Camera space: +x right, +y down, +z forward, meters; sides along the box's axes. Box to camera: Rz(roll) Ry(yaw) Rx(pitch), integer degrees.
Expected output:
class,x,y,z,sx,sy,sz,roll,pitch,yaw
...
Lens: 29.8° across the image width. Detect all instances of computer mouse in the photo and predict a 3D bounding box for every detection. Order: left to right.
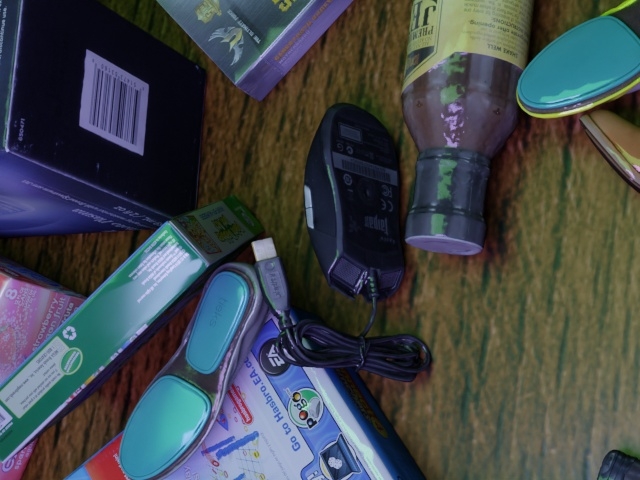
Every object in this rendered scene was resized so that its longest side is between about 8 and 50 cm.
class,x,y,z,sx,sy,sz,roll,pitch,yaw
computer mouse,0.000,0.000,1.061,0.060,0.184,0.262,-24,68,43

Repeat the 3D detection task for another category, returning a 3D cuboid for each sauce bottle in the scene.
class,x,y,z,sx,sy,sz,roll,pitch,yaw
sauce bottle,0.129,-0.162,1.066,0.111,0.111,0.344,2,77,27

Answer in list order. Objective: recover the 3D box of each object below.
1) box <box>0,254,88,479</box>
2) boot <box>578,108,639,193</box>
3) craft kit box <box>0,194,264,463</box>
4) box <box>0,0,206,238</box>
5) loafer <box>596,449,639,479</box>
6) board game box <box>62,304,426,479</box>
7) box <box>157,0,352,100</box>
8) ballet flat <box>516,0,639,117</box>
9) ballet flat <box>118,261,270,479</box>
class,x,y,z,sx,sy,sz,roll,pitch,yaw
box,-0.376,0.161,1.216,0.154,0.142,0.300,23,88,29
boot,0.325,-0.088,0.977,0.197,0.073,0.152,39,97,16
craft kit box,-0.175,0.069,1.086,0.250,0.246,0.061,-43,93,11
box,-0.313,-0.115,1.170,0.294,0.296,0.183,-2,77,27
loafer,0.232,0.253,0.942,0.061,0.062,0.170,15,85,24
board game box,-0.054,0.268,1.064,0.302,0.086,0.308,-39,64,13
box,-0.078,-0.284,1.231,0.183,0.056,0.231,-46,62,9
ballet flat,0.274,-0.169,1.015,0.231,0.077,0.077,-37,60,12
ballet flat,-0.099,0.117,1.037,0.072,0.068,0.213,31,97,23
